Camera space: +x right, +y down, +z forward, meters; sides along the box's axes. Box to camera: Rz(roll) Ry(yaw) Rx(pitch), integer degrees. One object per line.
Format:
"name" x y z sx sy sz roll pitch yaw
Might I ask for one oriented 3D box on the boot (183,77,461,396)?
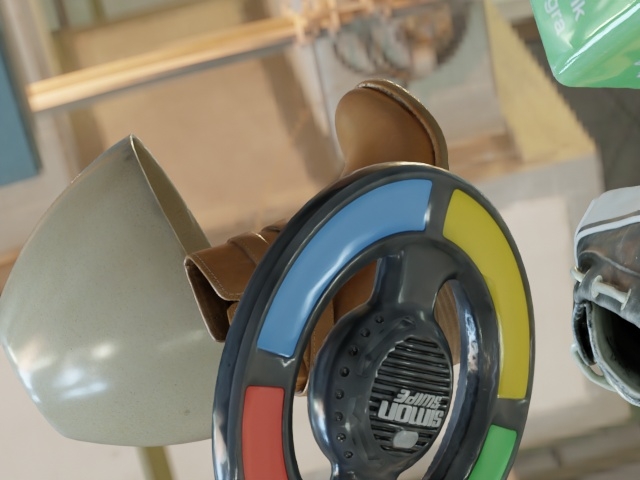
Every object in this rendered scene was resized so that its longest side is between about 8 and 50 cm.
"boot" 0.000 0.000 1.460 0.220 0.109 0.283 -13 -122 -15

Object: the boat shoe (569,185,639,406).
"boat shoe" 0.126 0.024 0.743 0.078 0.219 0.070 34 -96 6

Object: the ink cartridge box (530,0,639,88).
"ink cartridge box" 0.207 -0.148 0.498 0.211 0.289 0.121 -1 -110 -28

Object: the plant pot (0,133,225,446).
"plant pot" -0.177 0.074 1.715 0.191 0.284 0.284 -31 -146 2

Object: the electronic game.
"electronic game" 0.033 0.075 0.956 0.048 0.229 0.229 12 -141 42
